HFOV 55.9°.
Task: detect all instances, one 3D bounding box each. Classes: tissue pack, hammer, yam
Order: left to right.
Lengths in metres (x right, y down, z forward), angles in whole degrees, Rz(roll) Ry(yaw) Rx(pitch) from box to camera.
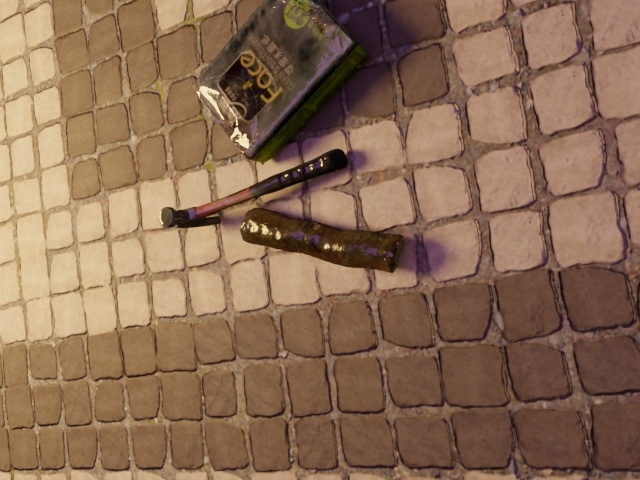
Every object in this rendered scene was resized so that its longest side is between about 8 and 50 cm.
[{"bbox_3d":[-0.096,-0.075,0.912,0.288,0.111,0.033,-19,83,17],"label":"hammer"},{"bbox_3d":[-0.066,-0.255,0.905,0.235,0.073,0.173,-42,70,20],"label":"tissue pack"},{"bbox_3d":[0.000,0.000,0.876,0.253,0.061,0.061,12,94,26],"label":"yam"}]
